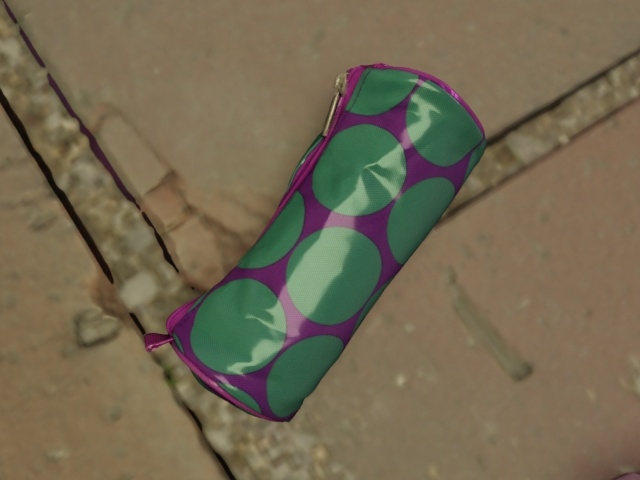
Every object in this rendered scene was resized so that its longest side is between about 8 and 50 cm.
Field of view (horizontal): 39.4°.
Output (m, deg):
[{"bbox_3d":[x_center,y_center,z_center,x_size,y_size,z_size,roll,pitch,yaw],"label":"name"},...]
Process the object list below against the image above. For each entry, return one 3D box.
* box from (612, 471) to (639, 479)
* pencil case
[{"bbox_3d":[0.193,0.252,0.357,0.063,0.067,0.324,-18,86,-4],"label":"box"},{"bbox_3d":[0.000,0.000,0.368,0.070,0.064,0.151,36,86,-17],"label":"pencil case"}]
